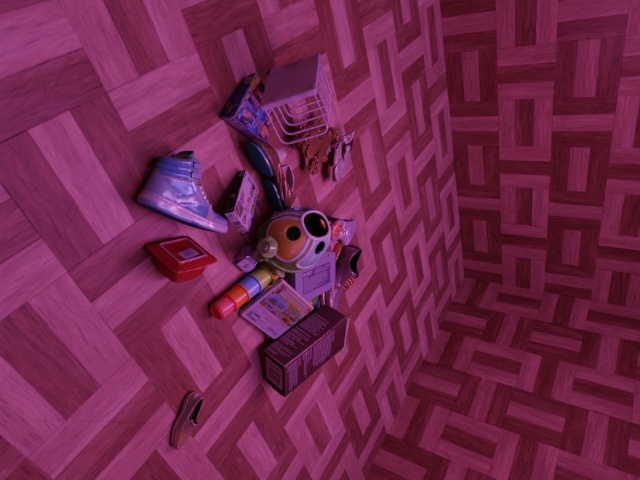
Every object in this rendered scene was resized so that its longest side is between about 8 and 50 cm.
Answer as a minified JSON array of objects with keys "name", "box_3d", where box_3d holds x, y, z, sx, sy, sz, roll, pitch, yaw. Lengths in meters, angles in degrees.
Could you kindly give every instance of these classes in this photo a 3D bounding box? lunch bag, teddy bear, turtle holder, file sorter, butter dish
[{"name":"lunch bag","box_3d":[-0.267,0.070,1.618,0.083,0.053,0.071,-56,139,-17]},{"name":"teddy bear","box_3d":[-0.021,-0.400,1.836,0.338,0.113,0.244,-39,136,-54]},{"name":"turtle holder","box_3d":[-0.110,-0.017,1.610,0.321,0.228,0.243,14,59,-38]},{"name":"file sorter","box_3d":[-0.071,-0.490,1.545,0.277,0.193,0.173,-86,156,-45]},{"name":"butter dish","box_3d":[-0.424,0.074,1.331,0.160,0.160,0.118,-18,136,-53]}]

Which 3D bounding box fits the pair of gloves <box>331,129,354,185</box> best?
[{"name":"pair of gloves","box_3d":[0.102,-0.367,1.973,0.240,0.042,0.204,-59,159,-51]}]

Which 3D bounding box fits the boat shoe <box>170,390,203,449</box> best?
[{"name":"boat shoe","box_3d":[-0.440,0.607,1.475,0.068,0.072,0.189,24,78,-55]}]

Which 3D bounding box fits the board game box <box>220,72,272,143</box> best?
[{"name":"board game box","box_3d":[-0.233,-0.435,1.534,0.194,0.060,0.194,52,53,-51]}]

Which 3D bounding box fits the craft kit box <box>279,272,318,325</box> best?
[{"name":"craft kit box","box_3d":[-0.097,0.241,1.909,0.250,0.061,0.246,9,93,-56]}]

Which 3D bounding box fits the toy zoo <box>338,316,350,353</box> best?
[{"name":"toy zoo","box_3d":[0.042,0.497,2.173,0.293,0.030,0.192,-10,113,-54]}]

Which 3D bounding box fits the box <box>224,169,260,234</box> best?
[{"name":"box","box_3d":[-0.264,-0.132,1.516,0.114,0.036,0.206,60,27,-43]}]

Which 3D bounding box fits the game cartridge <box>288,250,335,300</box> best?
[{"name":"game cartridge","box_3d":[-0.034,0.144,1.884,0.294,0.060,0.195,-18,116,-53]}]

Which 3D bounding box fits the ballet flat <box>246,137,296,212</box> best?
[{"name":"ballet flat","box_3d":[-0.163,-0.255,1.622,0.124,0.116,0.342,-46,136,-25]}]

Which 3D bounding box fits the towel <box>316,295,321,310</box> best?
[{"name":"towel","box_3d":[-0.019,0.314,2.039,0.067,0.029,0.119,180,-81,-88]}]

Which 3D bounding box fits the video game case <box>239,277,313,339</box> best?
[{"name":"video game case","box_3d":[-0.166,0.270,1.717,0.206,0.026,0.227,-39,131,3]}]

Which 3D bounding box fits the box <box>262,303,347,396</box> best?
[{"name":"box","box_3d":[-0.060,0.451,1.863,0.382,0.143,0.191,-28,134,-39]}]

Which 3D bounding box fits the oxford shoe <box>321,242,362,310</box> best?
[{"name":"oxford shoe","box_3d":[0.101,0.188,2.112,0.130,0.133,0.363,25,77,-56]}]

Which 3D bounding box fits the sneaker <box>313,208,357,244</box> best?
[{"name":"sneaker","box_3d":[0.041,-0.071,1.933,0.124,0.180,0.321,-66,159,1]}]

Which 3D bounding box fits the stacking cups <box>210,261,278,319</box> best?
[{"name":"stacking cups","box_3d":[-0.262,0.181,1.615,0.316,0.096,0.095,-42,131,-42]}]

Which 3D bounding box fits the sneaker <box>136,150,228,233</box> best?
[{"name":"sneaker","box_3d":[-0.375,-0.149,1.339,0.319,0.127,0.208,29,75,-55]}]
